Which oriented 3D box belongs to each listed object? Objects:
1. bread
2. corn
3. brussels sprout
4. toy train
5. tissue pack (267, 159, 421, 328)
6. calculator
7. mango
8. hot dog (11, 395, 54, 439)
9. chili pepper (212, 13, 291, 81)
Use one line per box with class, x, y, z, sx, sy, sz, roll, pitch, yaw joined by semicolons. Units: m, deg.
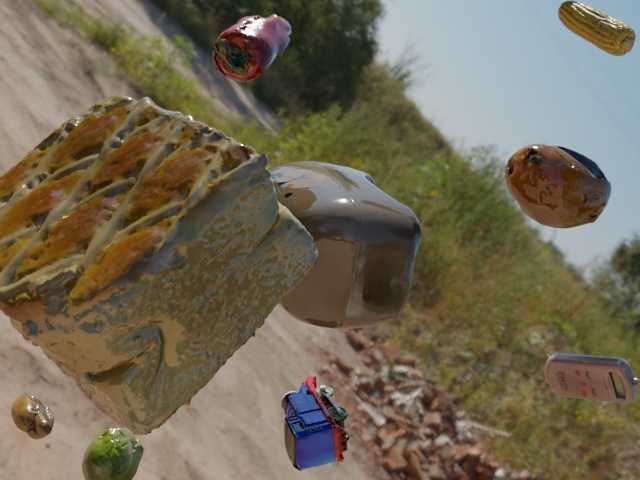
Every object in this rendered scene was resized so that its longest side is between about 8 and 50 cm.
bread;-0.268;0.010;1.201;0.371;0.390;0.279;30;-27;36
corn;0.574;-0.445;1.793;0.072;0.072;0.203;37;10;-44
brussels sprout;-0.491;0.513;2.001;0.155;0.118;0.155;-3;90;-69
toy train;-0.018;0.356;1.698;0.204;0.131;0.082;-132;-148;-64
tissue pack;0.000;0.000;1.655;0.277;0.267;0.387;0;22;-17
calculator;0.497;0.251;1.572;0.175;0.032;0.100;-1;-53;38
mango;0.454;-0.099;1.646;0.249;0.151;0.156;17;4;-40
hot dog;-0.572;0.352;1.717;0.090;0.060;0.140;44;-1;-19
chili pepper;-0.127;-0.376;1.646;0.110;0.110;0.387;43;28;-9
